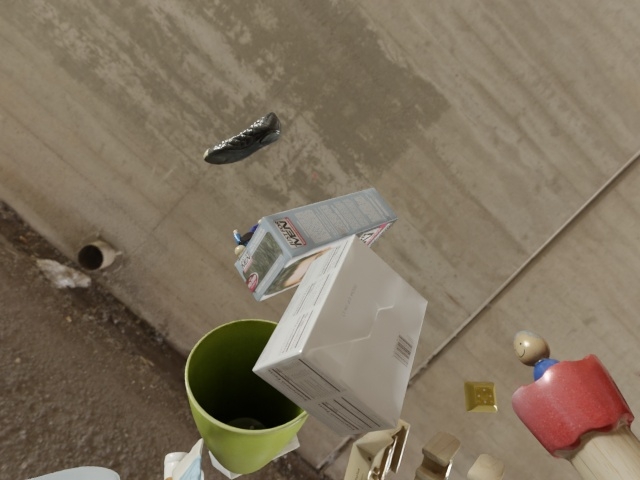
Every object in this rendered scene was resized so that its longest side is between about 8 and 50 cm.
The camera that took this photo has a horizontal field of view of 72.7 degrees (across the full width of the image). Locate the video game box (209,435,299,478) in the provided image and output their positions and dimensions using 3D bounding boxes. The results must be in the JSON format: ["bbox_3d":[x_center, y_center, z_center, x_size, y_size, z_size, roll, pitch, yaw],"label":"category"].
[{"bbox_3d":[-0.177,0.544,1.138,0.205,0.186,0.048,-34,-106,60],"label":"video game box"}]

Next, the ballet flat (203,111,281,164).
[{"bbox_3d":[-0.150,-0.191,0.839,0.057,0.173,0.049,30,43,-65],"label":"ballet flat"}]

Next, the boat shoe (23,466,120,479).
[{"bbox_3d":[-0.597,0.587,0.947,0.113,0.305,0.105,-154,-120,-70],"label":"boat shoe"}]

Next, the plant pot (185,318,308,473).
[{"bbox_3d":[-0.158,0.377,0.958,0.274,0.294,0.275,9,34,-6],"label":"plant pot"}]

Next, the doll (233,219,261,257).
[{"bbox_3d":[-0.219,-0.001,1.385,0.129,0.046,0.189,32,35,2],"label":"doll"}]

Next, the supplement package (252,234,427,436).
[{"bbox_3d":[0.047,0.164,0.764,0.204,0.145,0.262,42,46,-14],"label":"supplement package"}]

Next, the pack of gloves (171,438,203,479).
[{"bbox_3d":[-0.255,0.450,0.717,0.046,0.195,0.232,43,-16,-3],"label":"pack of gloves"}]

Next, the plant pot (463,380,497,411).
[{"bbox_3d":[0.441,0.426,1.189,0.083,0.081,0.082,63,26,-68],"label":"plant pot"}]

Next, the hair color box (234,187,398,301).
[{"bbox_3d":[0.000,0.000,1.049,0.374,0.185,0.114,-19,66,-42],"label":"hair color box"}]

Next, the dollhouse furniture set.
[{"bbox_3d":[0.187,0.436,0.770,0.241,0.213,0.160,18,8,33],"label":"dollhouse furniture set"}]

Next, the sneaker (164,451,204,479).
[{"bbox_3d":[-0.418,0.742,1.305,0.290,0.105,0.123,90,-8,-48],"label":"sneaker"}]

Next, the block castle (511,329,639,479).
[{"bbox_3d":[0.373,0.018,0.292,0.302,0.454,0.213,0,42,-27],"label":"block castle"}]
